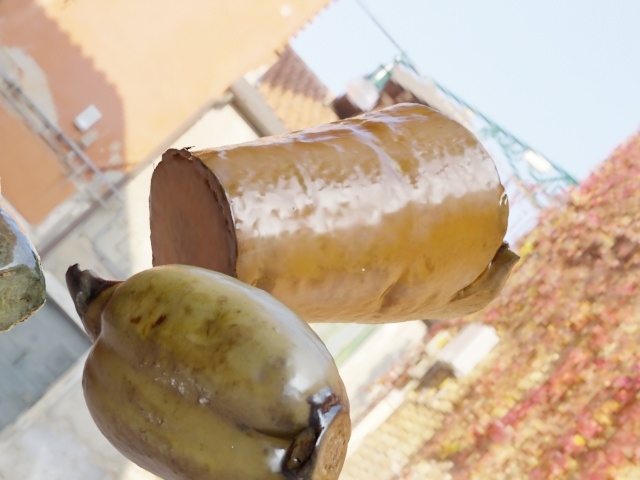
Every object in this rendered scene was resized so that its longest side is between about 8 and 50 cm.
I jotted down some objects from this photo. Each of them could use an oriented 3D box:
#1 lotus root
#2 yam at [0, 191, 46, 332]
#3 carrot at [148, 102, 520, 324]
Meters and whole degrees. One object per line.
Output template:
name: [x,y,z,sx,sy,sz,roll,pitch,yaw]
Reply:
lotus root: [-0.073,0.079,0.651,0.221,0.125,0.118,26,-3,35]
yam: [-0.225,-0.048,0.679,0.253,0.061,0.061,58,-3,39]
carrot: [0.000,0.000,0.872,0.196,0.254,0.196,21,-63,48]
